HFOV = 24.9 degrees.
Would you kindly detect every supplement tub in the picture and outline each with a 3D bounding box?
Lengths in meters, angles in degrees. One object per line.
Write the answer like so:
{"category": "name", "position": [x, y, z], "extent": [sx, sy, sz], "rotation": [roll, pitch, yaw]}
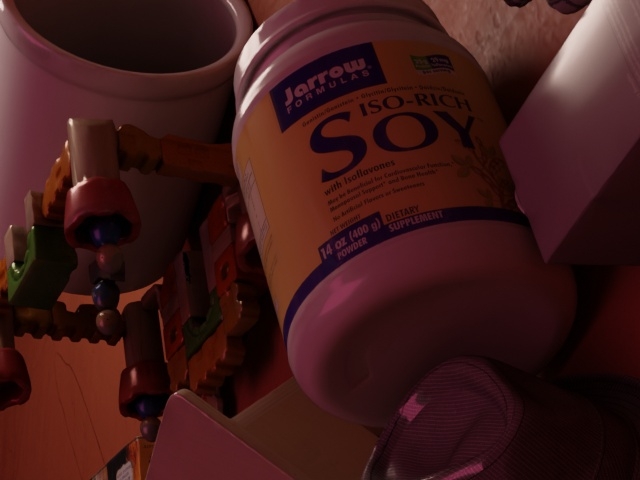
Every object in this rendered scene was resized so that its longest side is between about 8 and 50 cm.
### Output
{"category": "supplement tub", "position": [0.058, -0.035, 1.238], "extent": [0.241, 0.241, 0.331], "rotation": [116, 146, -43]}

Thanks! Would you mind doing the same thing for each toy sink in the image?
{"category": "toy sink", "position": [-0.038, 0.241, 1.451], "extent": [0.234, 0.131, 0.153], "rotation": [32, 125, 22]}

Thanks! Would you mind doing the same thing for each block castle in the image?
{"category": "block castle", "position": [-0.237, 0.069, 1.789], "extent": [0.453, 0.303, 0.213], "rotation": [-50, 42, 43]}

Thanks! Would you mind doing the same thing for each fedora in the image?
{"category": "fedora", "position": [0.126, 0.171, 1.082], "extent": [0.244, 0.124, 0.275], "rotation": [-55, 20, -15]}

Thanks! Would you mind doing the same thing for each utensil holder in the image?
{"category": "utensil holder", "position": [-0.293, -0.166, 1.958], "extent": [0.328, 0.327, 0.385], "rotation": [-111, 30, -42]}

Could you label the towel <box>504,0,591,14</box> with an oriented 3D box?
{"category": "towel", "position": [0.200, -0.345, 1.092], "extent": [0.235, 0.121, 0.284], "rotation": [140, 128, -58]}

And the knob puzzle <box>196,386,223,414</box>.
{"category": "knob puzzle", "position": [-0.159, 0.249, 1.967], "extent": [0.213, 0.030, 0.213], "rotation": [-177, 90, -66]}

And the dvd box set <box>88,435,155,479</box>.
{"category": "dvd box set", "position": [-0.276, 0.532, 2.169], "extent": [0.307, 0.062, 0.420], "rotation": [137, 131, -59]}

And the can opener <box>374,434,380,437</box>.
{"category": "can opener", "position": [0.018, 0.232, 1.534], "extent": [0.186, 0.073, 0.059], "rotation": [-12, 117, 53]}

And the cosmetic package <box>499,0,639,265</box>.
{"category": "cosmetic package", "position": [0.230, -0.097, 1.028], "extent": [0.238, 0.107, 0.127], "rotation": [118, 146, -49]}
